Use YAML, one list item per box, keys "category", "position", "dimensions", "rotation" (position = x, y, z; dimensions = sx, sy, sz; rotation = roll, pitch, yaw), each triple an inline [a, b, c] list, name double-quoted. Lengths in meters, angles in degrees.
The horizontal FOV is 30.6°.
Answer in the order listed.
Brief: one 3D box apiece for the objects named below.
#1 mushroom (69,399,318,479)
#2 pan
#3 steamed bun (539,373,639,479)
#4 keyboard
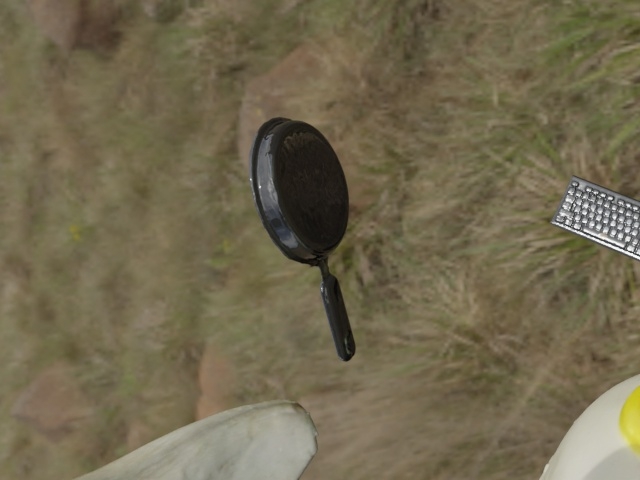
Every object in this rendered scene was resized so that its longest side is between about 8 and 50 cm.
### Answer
- category: "mushroom"
  position: [-0.089, 0.129, 0.563]
  dimensions: [0.071, 0.209, 0.084]
  rotation: [-17, 91, 46]
- category: "pan"
  position: [0.000, 0.000, 1.057]
  dimensions: [0.028, 0.136, 0.235]
  rotation: [-10, 106, 32]
- category: "steamed bun"
  position: [0.373, 0.292, 1.147]
  dimensions: [0.334, 0.374, 0.334]
  rotation: [15, 127, 21]
- category: "keyboard"
  position: [0.351, -0.009, 1.269]
  dimensions: [0.198, 0.010, 0.063]
  rotation: [25, 88, 25]
